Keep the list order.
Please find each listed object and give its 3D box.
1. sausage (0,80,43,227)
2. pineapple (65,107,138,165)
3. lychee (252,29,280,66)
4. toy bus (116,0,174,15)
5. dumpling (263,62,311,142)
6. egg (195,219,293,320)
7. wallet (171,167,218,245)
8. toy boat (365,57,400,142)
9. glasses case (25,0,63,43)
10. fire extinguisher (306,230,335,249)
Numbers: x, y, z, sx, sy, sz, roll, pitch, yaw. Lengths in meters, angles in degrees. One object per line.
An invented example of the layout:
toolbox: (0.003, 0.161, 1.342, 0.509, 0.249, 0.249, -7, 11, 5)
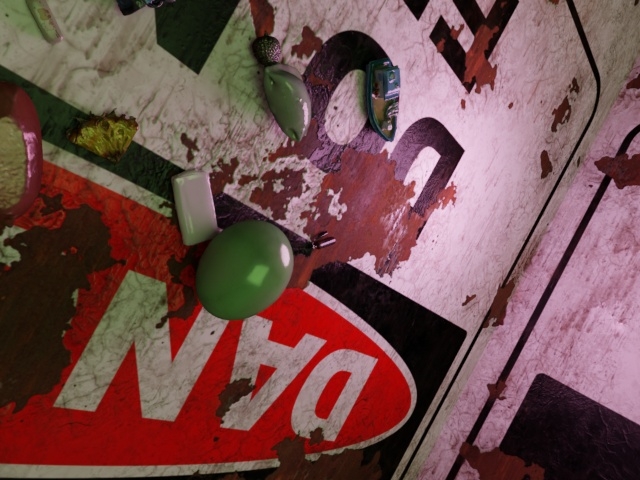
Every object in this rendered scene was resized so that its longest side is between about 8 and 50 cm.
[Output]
sausage: (-0.570, -0.148, 0.791, 0.148, 0.148, 0.255, -4, 112, -38)
pineapple: (-0.442, -0.209, 0.923, 0.137, 0.069, 0.116, -17, 123, -23)
lychee: (-0.128, -0.455, 1.071, 0.067, 0.068, 0.083, -8, 125, 9)
toy bus: (-0.301, -0.540, 0.862, 0.234, 0.116, 0.134, -42, 128, -21)
dumpling: (-0.082, -0.359, 1.130, 0.104, 0.149, 0.217, -24, 137, 7)
egg: (-0.189, 0.075, 1.127, 0.220, 0.220, 0.270, 39, 85, -41)
wallet: (-0.305, -0.082, 1.097, 0.095, 0.033, 0.190, -20, 119, -34)
toy boat: (0.194, -0.408, 1.325, 0.109, 0.098, 0.238, -23, 121, -26)
glasses case: (-0.501, -0.402, 0.816, 0.032, 0.021, 0.083, -33, 125, -26)
fire extinguisher: (0.004, 0.001, 1.380, 0.100, 0.032, 0.046, -18, 129, -39)
